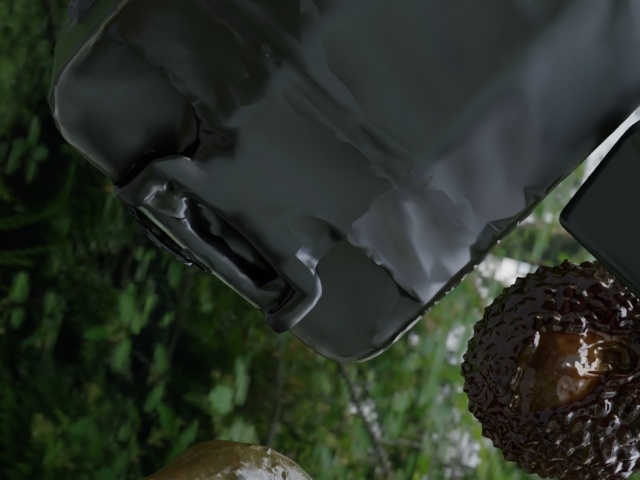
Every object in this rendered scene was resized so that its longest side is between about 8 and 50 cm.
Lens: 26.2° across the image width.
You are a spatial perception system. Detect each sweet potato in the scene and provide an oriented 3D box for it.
[{"bbox_3d":[-0.067,0.236,1.195,0.098,0.310,0.124,-23,-129,51],"label":"sweet potato"}]

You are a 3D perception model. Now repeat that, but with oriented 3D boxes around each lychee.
[{"bbox_3d":[0.201,0.106,1.073,0.188,0.188,0.188,15,90,-88],"label":"lychee"}]

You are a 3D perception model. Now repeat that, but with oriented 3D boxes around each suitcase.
[{"bbox_3d":[0.054,-0.154,0.778,0.434,0.283,0.194,-46,-159,9],"label":"suitcase"}]

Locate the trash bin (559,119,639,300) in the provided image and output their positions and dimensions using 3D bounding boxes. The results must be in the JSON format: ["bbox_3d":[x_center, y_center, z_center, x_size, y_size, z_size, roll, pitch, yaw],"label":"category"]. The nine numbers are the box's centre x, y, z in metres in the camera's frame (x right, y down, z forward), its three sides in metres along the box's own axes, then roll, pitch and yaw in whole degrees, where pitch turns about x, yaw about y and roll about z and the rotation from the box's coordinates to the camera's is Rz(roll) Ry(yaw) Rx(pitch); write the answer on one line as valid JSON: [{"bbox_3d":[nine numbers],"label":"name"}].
[{"bbox_3d":[0.271,0.021,0.793,0.176,0.236,0.101,-27,155,-51],"label":"trash bin"}]
